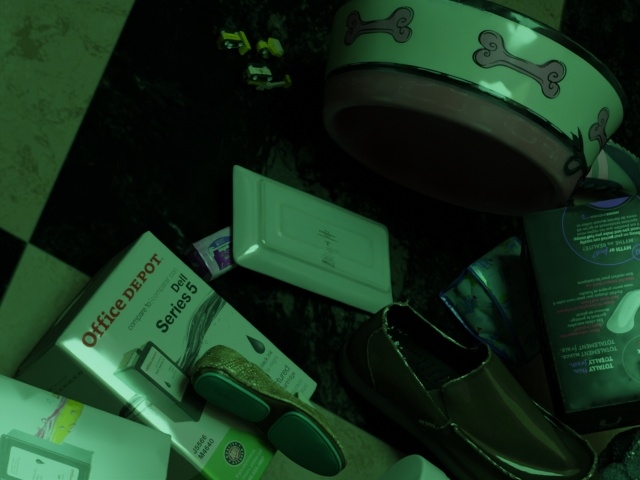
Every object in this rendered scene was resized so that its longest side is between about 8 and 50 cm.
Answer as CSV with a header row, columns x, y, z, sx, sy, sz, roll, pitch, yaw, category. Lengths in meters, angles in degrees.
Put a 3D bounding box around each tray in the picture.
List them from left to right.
x,y,z,sx,sy,sz,roll,pitch,yaw,category
0.000,0.000,1.902,0.270,0.030,0.145,21,55,-36,tray

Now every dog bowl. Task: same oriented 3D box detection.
x,y,z,sx,sy,sz,roll,pitch,yaw,category
0.183,-0.166,1.929,0.408,0.408,0.150,28,74,-22,dog bowl

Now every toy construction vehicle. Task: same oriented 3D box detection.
x,y,z,sx,sy,sz,roll,pitch,yaw,category
-0.091,-0.243,1.997,0.098,0.035,0.086,-1,56,-40,toy construction vehicle

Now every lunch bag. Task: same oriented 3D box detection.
x,y,z,sx,sy,sz,roll,pitch,yaw,category
0.261,0.090,2.026,0.151,0.096,0.129,49,46,9,lunch bag

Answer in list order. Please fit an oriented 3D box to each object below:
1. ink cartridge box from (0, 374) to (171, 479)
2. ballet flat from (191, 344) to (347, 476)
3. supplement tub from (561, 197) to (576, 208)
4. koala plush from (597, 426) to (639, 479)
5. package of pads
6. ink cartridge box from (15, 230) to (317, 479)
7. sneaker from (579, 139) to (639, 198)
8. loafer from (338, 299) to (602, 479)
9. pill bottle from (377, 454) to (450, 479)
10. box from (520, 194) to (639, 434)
x,y,z,sx,sy,sz,roll,pitch,yaw,category
-0.316,0.264,1.428,0.270,0.198,0.197,24,53,-26,ink cartridge box
-0.048,0.179,1.610,0.206,0.073,0.067,39,34,-19,ballet flat
0.373,0.025,2.141,0.106,0.106,0.198,-17,76,-41,supplement tub
0.396,0.359,1.857,0.196,0.203,0.221,34,34,10,koala plush
-0.124,0.016,1.823,0.083,0.032,0.050,-28,83,-43,package of pads
-0.169,0.157,1.652,0.273,0.115,0.198,43,48,-10,ink cartridge box
0.363,-0.107,2.224,0.319,0.112,0.131,25,70,-20,sneaker
0.186,0.203,1.805,0.366,0.130,0.134,31,48,12,loafer
0.182,0.391,1.754,0.283,0.160,0.160,39,49,-13,pill bottle
0.363,0.099,1.900,0.165,0.143,0.270,-10,68,3,box
